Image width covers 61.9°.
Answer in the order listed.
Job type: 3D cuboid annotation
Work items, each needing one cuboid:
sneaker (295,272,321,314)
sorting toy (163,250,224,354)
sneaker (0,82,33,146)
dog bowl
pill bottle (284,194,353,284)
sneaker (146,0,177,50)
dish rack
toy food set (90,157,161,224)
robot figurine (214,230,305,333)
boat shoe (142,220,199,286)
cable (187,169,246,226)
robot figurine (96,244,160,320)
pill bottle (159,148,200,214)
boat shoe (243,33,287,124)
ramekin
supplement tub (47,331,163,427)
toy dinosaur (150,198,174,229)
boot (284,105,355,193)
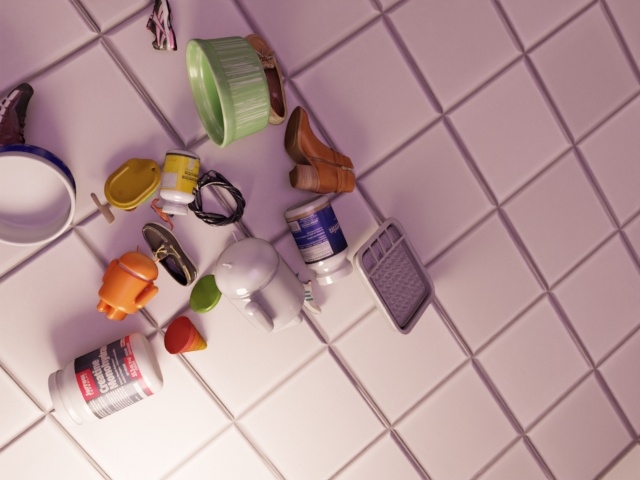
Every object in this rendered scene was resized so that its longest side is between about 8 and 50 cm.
[{"bbox_3d":[-0.041,0.174,1.760,0.161,0.057,0.075,44,88,-12],"label":"sneaker"},{"bbox_3d":[-0.337,0.208,1.675,0.126,0.127,0.366,39,80,-45],"label":"sorting toy"},{"bbox_3d":[-0.832,-0.283,1.488,0.162,0.106,0.281,33,94,-23],"label":"sneaker"},{"bbox_3d":[-0.807,-0.123,1.447,0.264,0.104,0.265,-9,121,-16],"label":"dog bowl"},{"bbox_3d":[0.000,0.000,1.709,0.153,0.153,0.265,-26,102,-12],"label":"pill bottle"},{"bbox_3d":[-0.477,-0.647,1.568,0.077,0.072,0.178,-9,91,-4],"label":"sneaker"},{"bbox_3d":[0.238,0.120,1.781,0.285,0.072,0.333,-44,107,-43],"label":"dish rack"},{"bbox_3d":[-0.565,-0.149,1.588,0.218,0.071,0.128,-43,80,-11],"label":"toy food set"},{"bbox_3d":[-0.178,0.129,1.588,0.199,0.300,0.353,-24,130,13],"label":"robot figurine"},{"bbox_3d":[-0.459,0.041,1.613,0.081,0.069,0.228,-34,104,22],"label":"boat shoe"},{"bbox_3d":[-0.322,-0.117,1.663,0.184,0.047,0.150,45,82,-15],"label":"cable"},{"bbox_3d":[-0.562,0.128,1.572,0.128,0.158,0.219,33,85,-32],"label":"robot figurine"},{"bbox_3d":[-0.422,-0.172,1.593,0.103,0.103,0.184,8,87,-16],"label":"pill bottle"},{"bbox_3d":[-0.162,-0.505,1.655,0.104,0.089,0.285,-24,100,-12],"label":"boat shoe"},{"bbox_3d":[-0.263,-0.433,1.531,0.148,0.303,0.303,-20,100,-21],"label":"ramekin"},{"bbox_3d":[-0.615,0.403,1.547,0.272,0.191,0.191,-24,100,-13],"label":"supplement tub"},{"bbox_3d":[-0.475,-0.088,1.610,0.047,0.090,0.082,-41,148,1],"label":"toy dinosaur"},{"bbox_3d":[0.007,-0.285,1.716,0.220,0.109,0.284,2,70,-29],"label":"boot"}]
